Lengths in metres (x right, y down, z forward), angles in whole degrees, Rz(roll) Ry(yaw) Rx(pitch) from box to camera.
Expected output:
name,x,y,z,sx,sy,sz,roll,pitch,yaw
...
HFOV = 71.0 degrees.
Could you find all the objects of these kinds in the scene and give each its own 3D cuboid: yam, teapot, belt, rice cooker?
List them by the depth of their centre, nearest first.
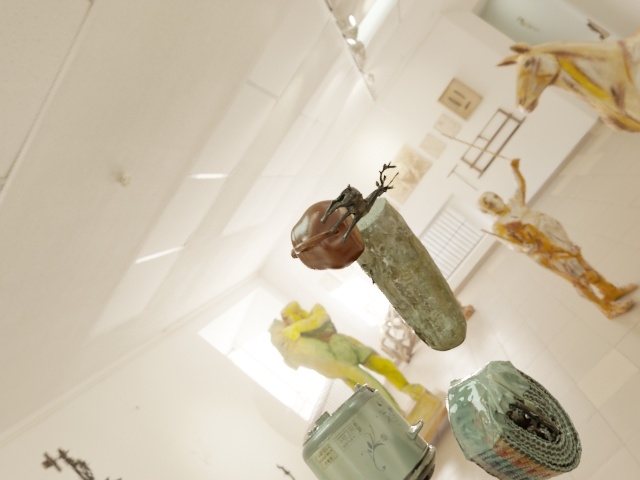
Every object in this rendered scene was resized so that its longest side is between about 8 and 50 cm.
name,x,y,z,sx,sy,sz,roll,pitch,yaw
teapot,0.000,0.000,0.684,0.116,0.116,0.173,-54,-9,11
yam,0.161,0.069,0.863,0.133,0.330,0.133,-35,-4,-3
belt,0.388,0.371,0.921,0.150,0.258,0.207,-57,-2,38
rice cooker,0.120,0.516,1.058,0.316,0.317,0.264,-53,-19,-5

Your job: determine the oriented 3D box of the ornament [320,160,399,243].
name,x,y,z,sx,sy,sz,roll,pitch,yaw
ornament,0.054,-0.058,0.583,0.125,0.028,0.073,-46,-36,-1
